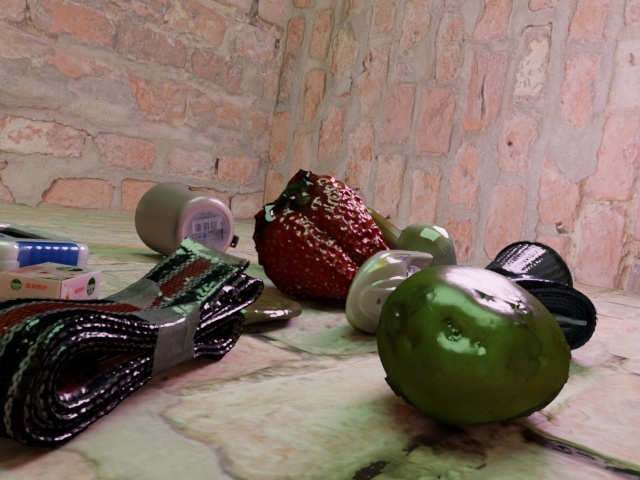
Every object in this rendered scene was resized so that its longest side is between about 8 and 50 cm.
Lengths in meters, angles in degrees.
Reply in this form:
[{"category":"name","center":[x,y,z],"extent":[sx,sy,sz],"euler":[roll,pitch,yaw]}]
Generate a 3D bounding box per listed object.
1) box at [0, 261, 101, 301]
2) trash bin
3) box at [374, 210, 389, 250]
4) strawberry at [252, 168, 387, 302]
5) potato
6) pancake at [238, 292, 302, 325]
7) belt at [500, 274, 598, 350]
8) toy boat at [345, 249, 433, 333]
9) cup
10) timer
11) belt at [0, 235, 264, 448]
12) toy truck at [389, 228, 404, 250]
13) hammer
[{"category":"box","center":[-0.382,0.064,0.795],"extent":[0.089,0.043,0.125],"euler":[8,4,1]},{"category":"trash bin","center":[0.390,0.099,1.112],"extent":[0.175,0.175,0.161],"euler":[11,18,40]},{"category":"box","center":[0.001,0.002,1.404],"extent":[0.203,0.116,0.274],"euler":[-31,25,-29]},{"category":"strawberry","center":[0.009,0.015,1.110],"extent":[0.288,0.250,0.238],"euler":[33,-20,0]},{"category":"potato","center":[0.154,0.101,0.564],"extent":[0.186,0.148,0.253],"euler":[7,4,15]},{"category":"pancake","center":[-0.141,0.089,0.862],"extent":[0.242,0.050,0.242],"euler":[8,5,-1]},{"category":"belt","center":[0.312,0.114,0.890],"extent":[0.218,0.122,0.128],"euler":[6,1,-14]},{"category":"toy boat","center":[0.128,0.088,0.903],"extent":[0.141,0.140,0.269],"euler":[9,6,17]},{"category":"cup","center":[-0.310,-0.031,1.407],"extent":[0.253,0.191,0.200],"euler":[25,-6,-42]},{"category":"timer","center":[-0.539,0.017,0.939],"extent":[0.253,0.078,0.178],"euler":[12,3,29]},{"category":"belt","center":[-0.167,0.082,0.513],"extent":[0.094,0.126,0.359],"euler":[19,13,16]},{"category":"toy truck","center":[0.102,0.018,1.563],"extent":[0.136,0.162,0.305],"euler":[5,5,-35]},{"category":"hammer","center":[0.167,0.006,1.177],"extent":[0.113,0.202,0.305],"euler":[-31,43,-14]}]
